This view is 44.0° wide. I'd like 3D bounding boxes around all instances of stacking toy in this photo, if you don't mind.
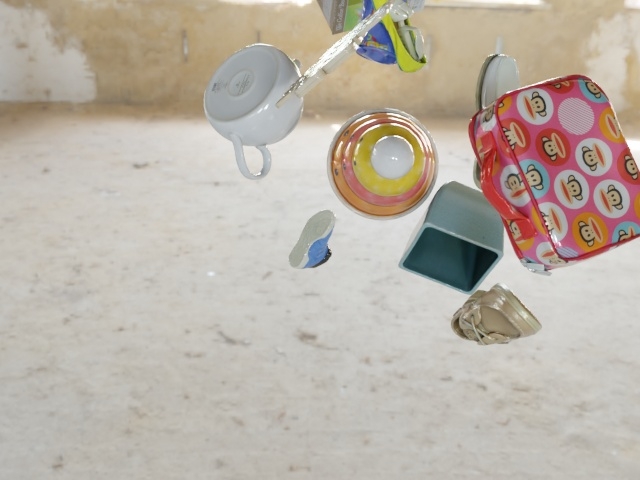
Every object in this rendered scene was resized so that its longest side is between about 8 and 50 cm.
[{"bbox_3d":[0.195,-0.237,2.281,0.351,0.350,0.480,1,0,0],"label":"stacking toy"}]

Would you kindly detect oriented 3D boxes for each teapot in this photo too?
[{"bbox_3d":[-0.131,-0.307,1.825,0.256,0.187,0.252,-39,50,8],"label":"teapot"}]

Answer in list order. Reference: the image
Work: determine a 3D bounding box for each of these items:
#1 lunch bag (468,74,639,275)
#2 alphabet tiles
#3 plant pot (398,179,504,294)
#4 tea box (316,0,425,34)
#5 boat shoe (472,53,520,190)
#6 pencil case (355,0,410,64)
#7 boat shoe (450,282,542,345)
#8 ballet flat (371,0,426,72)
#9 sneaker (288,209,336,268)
[{"bbox_3d":[0.366,-0.102,1.251,0.258,0.293,0.120,-18,-6,-24],"label":"lunch bag"},{"bbox_3d":[0.033,-0.357,1.515,0.278,0.021,0.284,-36,15,26],"label":"alphabet tiles"},{"bbox_3d":[0.411,-0.032,2.401,0.248,0.247,0.252,22,53,-1],"label":"plant pot"},{"bbox_3d":[0.155,-0.836,2.381,0.324,0.329,0.219,-18,68,-11],"label":"tea box"},{"bbox_3d":[0.405,-0.257,1.719,0.113,0.302,0.103,0,2,-31],"label":"boat shoe"},{"bbox_3d":[0.158,-0.590,1.943,0.133,0.305,0.119,9,0,-20],"label":"pencil case"},{"bbox_3d":[0.346,0.167,1.602,0.110,0.121,0.341,-39,-4,-6],"label":"boat shoe"},{"bbox_3d":[0.193,-0.506,1.865,0.077,0.230,0.077,2,34,49],"label":"ballet flat"},{"bbox_3d":[-0.001,-0.001,1.717,0.058,0.152,0.085,42,20,30],"label":"sneaker"}]
